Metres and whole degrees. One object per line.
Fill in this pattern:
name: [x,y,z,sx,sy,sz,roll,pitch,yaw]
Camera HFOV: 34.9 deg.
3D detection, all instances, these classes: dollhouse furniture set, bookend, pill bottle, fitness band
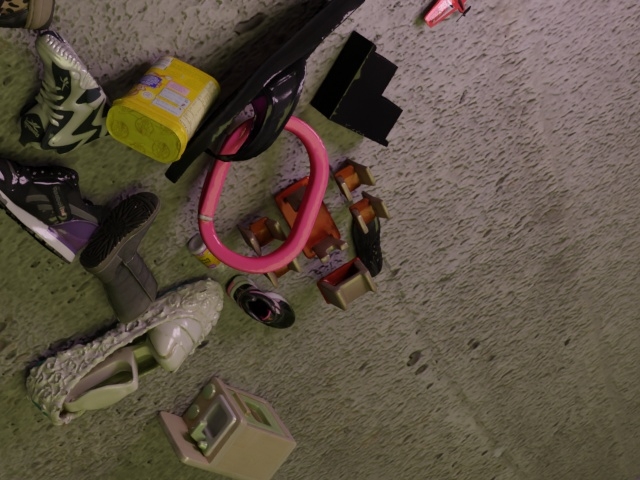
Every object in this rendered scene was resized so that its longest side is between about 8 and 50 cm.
dollhouse furniture set: [0.000,0.000,1.965,0.262,0.135,0.259,-32,116,-10]
bookend: [0.091,-0.275,1.858,0.156,0.072,0.157,19,108,-40]
pill bottle: [-0.206,0.026,1.893,0.043,0.043,0.083,-44,133,0]
fitness band: [-0.100,-0.084,1.805,0.209,0.054,0.291,19,93,-16]

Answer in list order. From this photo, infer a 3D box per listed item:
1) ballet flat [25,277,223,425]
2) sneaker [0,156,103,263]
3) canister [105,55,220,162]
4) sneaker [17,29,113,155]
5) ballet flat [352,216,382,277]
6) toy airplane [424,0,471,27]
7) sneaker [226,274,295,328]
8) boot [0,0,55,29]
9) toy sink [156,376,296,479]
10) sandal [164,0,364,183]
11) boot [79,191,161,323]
ballet flat: [-0.340,0.220,1.882,0.409,0.147,0.147,-29,131,-14]
sneaker: [-0.462,-0.089,1.632,0.124,0.107,0.283,-51,139,-12]
canister: [-0.243,-0.211,1.604,0.126,0.170,0.073,27,132,0]
sneaker: [-0.410,-0.207,1.551,0.153,0.094,0.235,-36,159,-4]
ballet flat: [0.097,-0.002,2.076,0.057,0.049,0.173,1,123,9]
toy airplane: [0.232,-0.461,1.851,0.151,0.028,0.151,-17,127,-24]
sneaker: [-0.111,0.140,2.008,0.178,0.077,0.072,30,102,-42]
boot: [-0.501,-0.442,1.330,0.284,0.138,0.377,-12,133,-26]
toy sink: [-0.189,0.382,2.073,0.234,0.153,0.131,29,102,-40]
sandal: [-0.074,-0.239,1.684,0.446,0.167,0.107,-44,98,-5]
boot: [-0.322,0.034,1.785,0.189,0.076,0.208,-47,147,-13]
